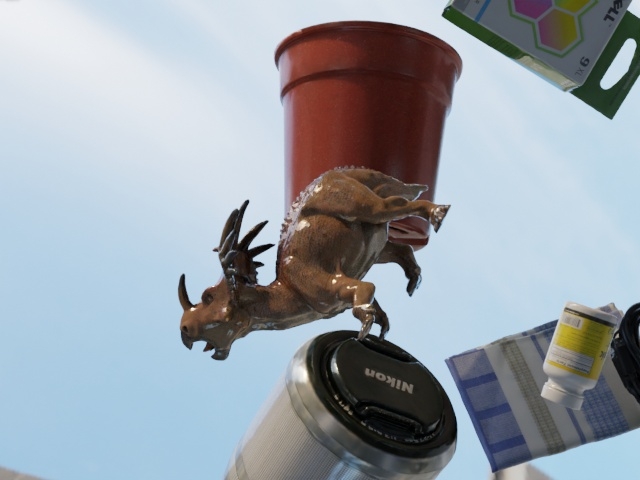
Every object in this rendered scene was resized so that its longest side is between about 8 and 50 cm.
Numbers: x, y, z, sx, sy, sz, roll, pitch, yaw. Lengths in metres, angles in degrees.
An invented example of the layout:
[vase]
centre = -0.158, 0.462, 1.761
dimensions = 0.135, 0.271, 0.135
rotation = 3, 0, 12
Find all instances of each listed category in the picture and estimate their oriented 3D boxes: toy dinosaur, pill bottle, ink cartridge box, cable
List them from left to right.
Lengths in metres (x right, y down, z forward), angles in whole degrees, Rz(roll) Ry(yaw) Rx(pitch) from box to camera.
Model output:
[toy dinosaur]
centre = 0.000, 0.000, 1.108
dimensions = 0.200, 0.127, 0.296
rotation = 29, -119, 13
[ink cartridge box]
centre = 0.238, -0.220, 1.106
dimensions = 0.209, 0.062, 0.109
rotation = 31, -91, -3
[pill bottle]
centre = 0.296, 0.133, 1.287
dimensions = 0.065, 0.065, 0.116
rotation = 18, -88, -42
[cable]
centre = 0.451, 0.172, 1.457
dimensions = 0.047, 0.150, 0.184
rotation = -10, -115, -22

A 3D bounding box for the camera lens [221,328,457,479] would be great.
[camera lens]
centre = 0.018, 0.262, 1.339
dimensions = 0.219, 0.274, 0.219
rotation = 23, -150, -14

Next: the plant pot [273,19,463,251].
[plant pot]
centre = 0.059, -0.127, 1.554
dimensions = 0.272, 0.272, 0.265
rotation = 19, -112, -42

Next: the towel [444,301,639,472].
[towel]
centre = 0.343, 0.209, 1.601
dimensions = 0.034, 0.285, 0.209
rotation = 81, 171, -50
